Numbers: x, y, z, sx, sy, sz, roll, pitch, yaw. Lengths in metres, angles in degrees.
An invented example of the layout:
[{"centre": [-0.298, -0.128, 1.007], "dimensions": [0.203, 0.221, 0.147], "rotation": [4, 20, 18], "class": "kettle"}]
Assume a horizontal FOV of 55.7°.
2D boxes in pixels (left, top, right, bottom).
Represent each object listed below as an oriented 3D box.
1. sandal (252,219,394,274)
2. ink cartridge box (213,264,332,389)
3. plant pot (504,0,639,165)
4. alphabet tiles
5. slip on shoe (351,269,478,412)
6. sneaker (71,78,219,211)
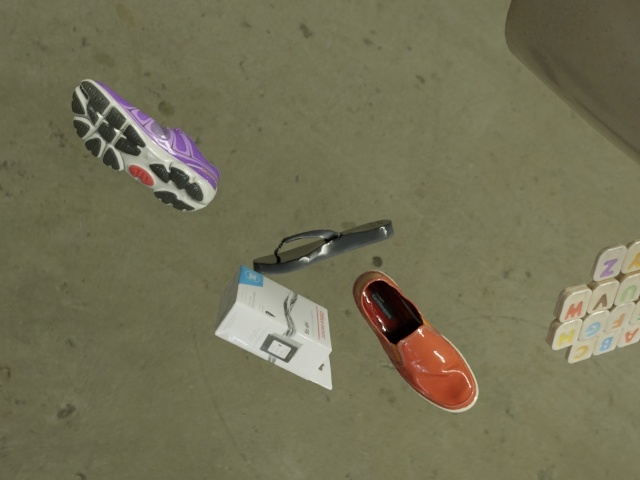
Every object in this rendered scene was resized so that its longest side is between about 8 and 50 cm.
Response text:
[{"centre": [0.000, 0.000, 1.044], "dimensions": [0.254, 0.097, 0.054], "rotation": [-19, 101, -13], "class": "sandal"}, {"centre": [-0.047, 0.117, 0.821], "dimensions": [0.180, 0.060, 0.104], "rotation": [29, 20, -16], "class": "ink cartridge box"}, {"centre": [0.301, -0.103, 0.370], "dimensions": [0.256, 0.256, 0.274], "rotation": [-20, 71, -28], "class": "plant pot"}, {"centre": [0.537, 0.109, 1.078], "dimensions": [0.284, 0.278, 0.021], "rotation": [-14, 40, -15], "class": "alphabet tiles"}, {"centre": [0.179, 0.197, 1.171], "dimensions": [0.123, 0.101, 0.331], "rotation": [-38, 85, 0], "class": "slip on shoe"}, {"centre": [-0.178, -0.099, 0.624], "dimensions": [0.170, 0.068, 0.071], "rotation": [42, 35, -18], "class": "sneaker"}]
